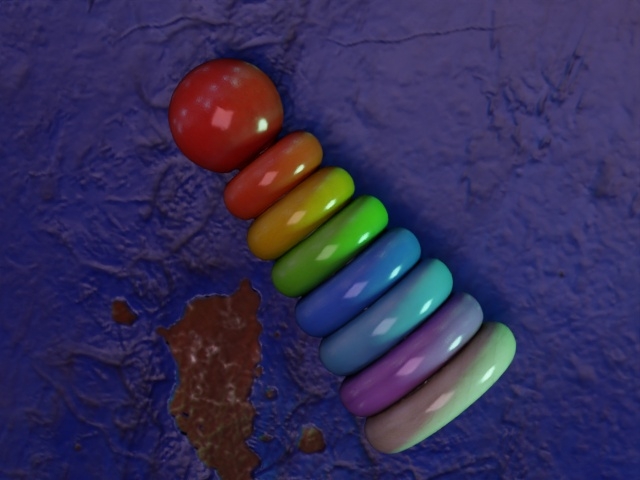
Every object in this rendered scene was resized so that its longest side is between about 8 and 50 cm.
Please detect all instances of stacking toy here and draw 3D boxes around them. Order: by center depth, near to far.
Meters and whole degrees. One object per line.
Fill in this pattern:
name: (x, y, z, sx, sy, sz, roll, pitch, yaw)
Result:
stacking toy: (0.000, 0.000, 1.376, 0.141, 0.141, 0.330, -38, 93, 14)
